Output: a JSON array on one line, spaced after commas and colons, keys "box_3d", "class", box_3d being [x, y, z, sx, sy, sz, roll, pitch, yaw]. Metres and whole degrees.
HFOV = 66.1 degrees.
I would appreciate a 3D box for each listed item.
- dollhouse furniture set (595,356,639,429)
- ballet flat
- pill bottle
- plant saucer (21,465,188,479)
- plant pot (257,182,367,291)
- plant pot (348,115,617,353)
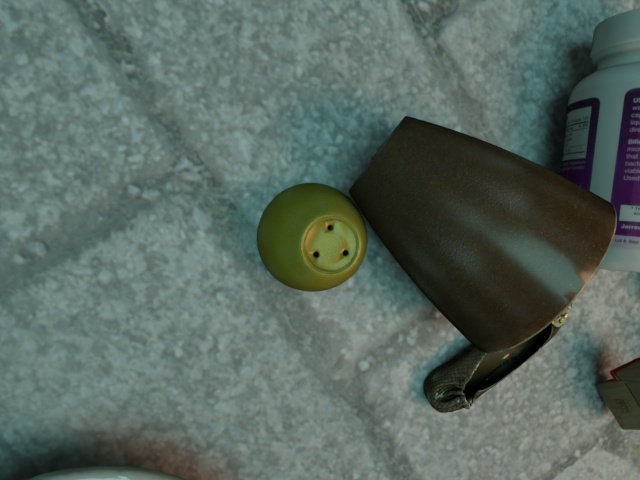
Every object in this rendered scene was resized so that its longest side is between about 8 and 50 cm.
[{"box_3d": [0.538, 0.171, 0.676, 0.259, 0.135, 0.262, -22, 70, -6], "class": "dollhouse furniture set"}, {"box_3d": [0.248, 0.147, 0.658, 0.250, 0.058, 0.084, -34, 103, -9], "class": "ballet flat"}, {"box_3d": [0.395, -0.116, 0.611, 0.169, 0.169, 0.301, 3, 95, -14], "class": "pill bottle"}, {"box_3d": [-0.255, 0.412, 0.529, 0.401, 0.100, 0.400, -3, 99, -18], "class": "plant saucer"}, {"box_3d": [0.000, 0.000, 0.563, 0.134, 0.095, 0.134, -1, 95, -14], "class": "plant pot"}, {"box_3d": [0.154, -0.028, 0.559, 0.230, 0.215, 0.215, 37, 86, 0], "class": "plant pot"}]
